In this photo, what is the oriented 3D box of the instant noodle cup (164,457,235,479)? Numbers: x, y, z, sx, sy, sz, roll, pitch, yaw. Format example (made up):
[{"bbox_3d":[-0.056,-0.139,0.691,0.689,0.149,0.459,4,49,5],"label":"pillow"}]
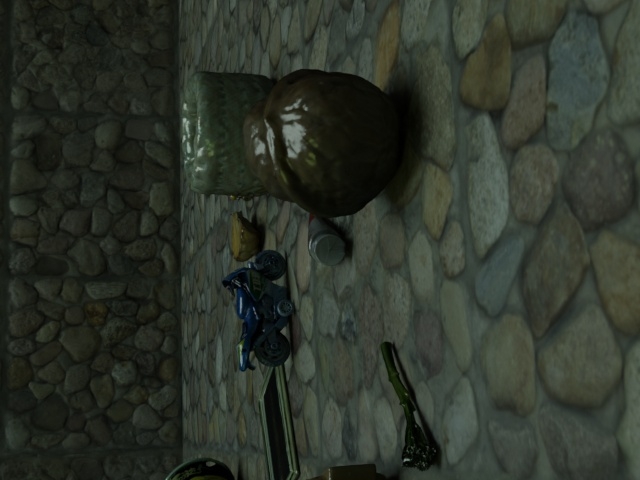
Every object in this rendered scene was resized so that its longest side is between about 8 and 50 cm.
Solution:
[{"bbox_3d":[-0.277,0.686,2.247,0.236,0.216,0.215,-147,59,-63],"label":"instant noodle cup"}]

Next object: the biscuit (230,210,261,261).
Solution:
[{"bbox_3d":[-0.179,-0.008,2.163,0.183,0.061,0.118,-138,49,-72],"label":"biscuit"}]

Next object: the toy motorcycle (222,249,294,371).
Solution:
[{"bbox_3d":[-0.130,0.138,1.830,0.092,0.136,0.254,127,141,-65],"label":"toy motorcycle"}]

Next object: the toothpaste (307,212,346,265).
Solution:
[{"bbox_3d":[0.000,0.000,1.548,0.234,0.057,0.089,-134,44,-79],"label":"toothpaste"}]

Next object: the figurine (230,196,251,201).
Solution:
[{"bbox_3d":[-0.209,-0.151,2.275,0.143,0.068,0.101,-163,59,-68],"label":"figurine"}]

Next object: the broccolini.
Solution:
[{"bbox_3d":[0.111,0.207,1.170,0.218,0.044,0.042,-100,3,-50],"label":"broccolini"}]

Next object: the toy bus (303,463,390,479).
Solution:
[{"bbox_3d":[0.043,0.444,1.192,0.157,0.140,0.289,116,150,-49],"label":"toy bus"}]

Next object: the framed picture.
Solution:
[{"bbox_3d":[-0.094,0.405,1.908,0.231,0.018,0.293,109,156,-49],"label":"framed picture"}]

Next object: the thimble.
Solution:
[{"bbox_3d":[-0.204,-0.230,2.015,0.291,0.195,0.291,-178,90,-74],"label":"thimble"}]

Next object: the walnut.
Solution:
[{"bbox_3d":[0.003,-0.133,1.222,0.224,0.224,0.224,-179,90,-74],"label":"walnut"}]
